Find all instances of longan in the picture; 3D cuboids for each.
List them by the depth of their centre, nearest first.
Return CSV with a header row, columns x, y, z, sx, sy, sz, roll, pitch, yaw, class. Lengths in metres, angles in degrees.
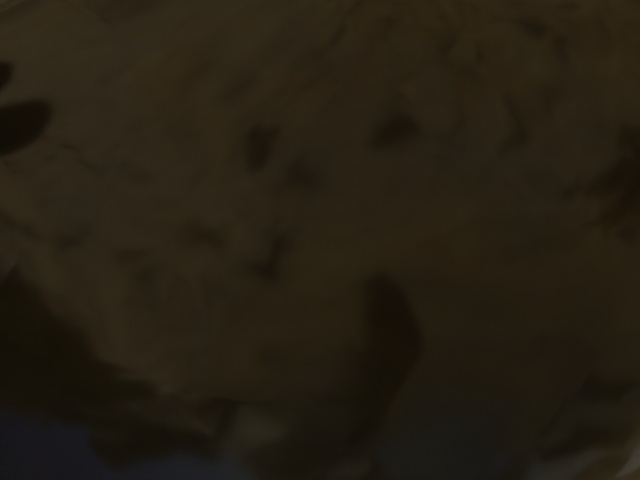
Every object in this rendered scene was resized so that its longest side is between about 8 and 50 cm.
x,y,z,sx,sy,sz,roll,pitch,yaw,class
0.000,0.000,0.576,0.288,0.288,0.350,39,-138,13,longan
